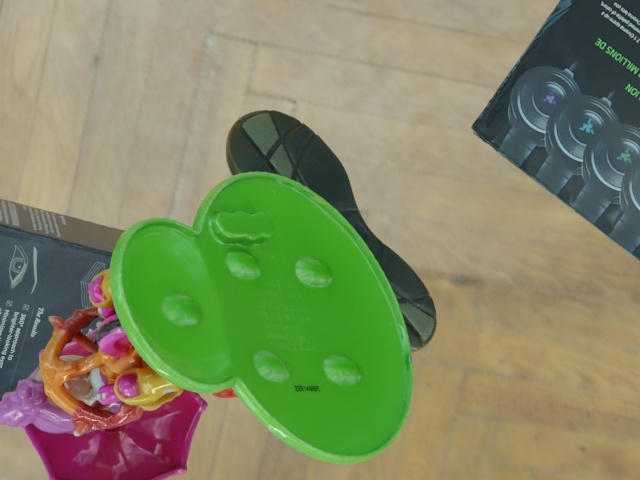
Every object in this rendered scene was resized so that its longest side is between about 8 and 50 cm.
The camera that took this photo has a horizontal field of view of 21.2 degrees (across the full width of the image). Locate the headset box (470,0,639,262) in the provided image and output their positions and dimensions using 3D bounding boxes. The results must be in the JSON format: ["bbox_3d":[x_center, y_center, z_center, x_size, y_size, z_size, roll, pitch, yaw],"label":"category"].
[{"bbox_3d":[0.222,-0.119,0.809,0.131,0.246,0.283,40,110,13],"label":"headset box"}]

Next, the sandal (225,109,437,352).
[{"bbox_3d":[0.000,0.000,1.255,0.219,0.090,0.060,50,136,9],"label":"sandal"}]

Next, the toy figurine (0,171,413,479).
[{"bbox_3d":[-0.074,0.060,0.729,0.159,0.173,0.130,-30,69,33],"label":"toy figurine"}]

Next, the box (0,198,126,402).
[{"bbox_3d":[-0.238,0.061,1.467,0.158,0.093,0.156,15,103,-17],"label":"box"}]
